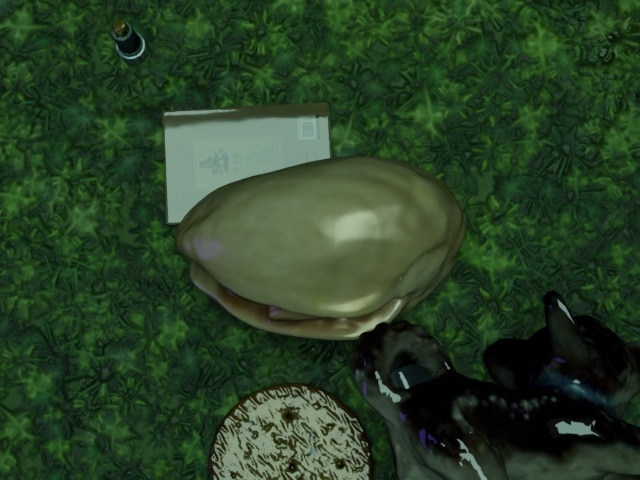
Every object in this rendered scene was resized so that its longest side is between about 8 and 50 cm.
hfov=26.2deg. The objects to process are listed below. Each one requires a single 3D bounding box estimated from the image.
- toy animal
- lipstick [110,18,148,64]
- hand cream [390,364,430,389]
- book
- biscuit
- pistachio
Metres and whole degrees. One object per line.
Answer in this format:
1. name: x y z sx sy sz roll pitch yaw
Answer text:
1. toy animal: 0.218 0.178 1.470 0.344 0.194 0.303 -25 79 -25
2. lipstick: -0.225 -0.233 1.586 0.037 0.116 0.037 0 83 3
3. hand cream: 0.124 0.235 1.551 0.079 0.048 0.255 -22 85 4
4. book: -0.085 -0.089 1.613 0.198 0.016 0.138 -2 82 1
5. biscuit: -0.033 0.256 1.560 0.188 0.027 0.188 0 82 0
6. pistachio: 0.000 0.000 1.516 0.318 0.193 0.214 0 57 10
